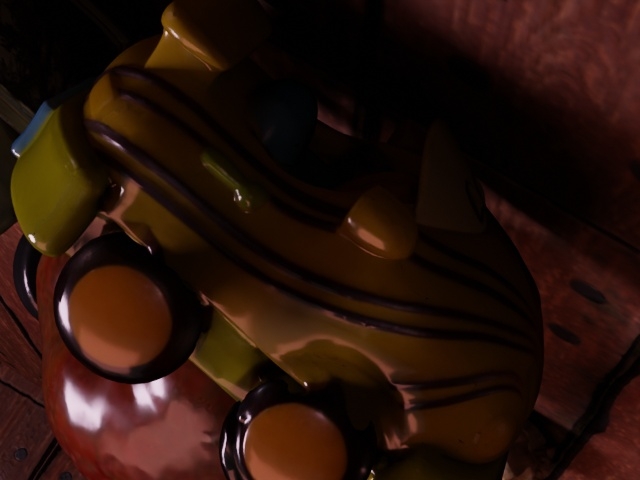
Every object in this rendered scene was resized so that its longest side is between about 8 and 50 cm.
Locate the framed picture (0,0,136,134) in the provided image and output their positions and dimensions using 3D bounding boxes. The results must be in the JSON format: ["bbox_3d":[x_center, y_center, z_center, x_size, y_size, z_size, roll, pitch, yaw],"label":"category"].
[{"bbox_3d":[-0.146,-0.108,0.774,0.183,0.011,0.142,44,-154,-35],"label":"framed picture"}]

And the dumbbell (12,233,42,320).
[{"bbox_3d":[-0.149,0.024,1.199,0.100,0.100,0.191,39,165,-21],"label":"dumbbell"}]

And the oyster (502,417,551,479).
[{"bbox_3d":[0.071,0.138,1.104,0.163,0.081,0.191,-5,148,46],"label":"oyster"}]

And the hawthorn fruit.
[{"bbox_3d":[-0.040,0.076,0.920,0.208,0.208,0.248,20,152,41],"label":"hawthorn fruit"}]

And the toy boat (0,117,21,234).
[{"bbox_3d":[-0.208,-0.067,0.989,0.093,0.055,0.293,60,176,-22],"label":"toy boat"}]

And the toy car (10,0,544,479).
[{"bbox_3d":[0.000,0.000,0.699,0.248,0.142,0.200,39,-160,-5],"label":"toy car"}]
